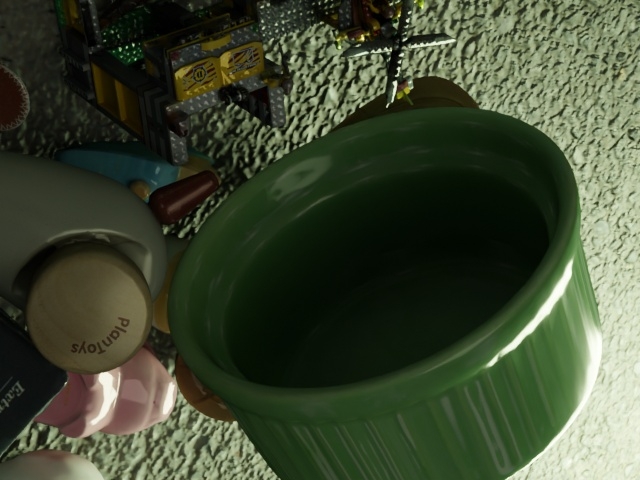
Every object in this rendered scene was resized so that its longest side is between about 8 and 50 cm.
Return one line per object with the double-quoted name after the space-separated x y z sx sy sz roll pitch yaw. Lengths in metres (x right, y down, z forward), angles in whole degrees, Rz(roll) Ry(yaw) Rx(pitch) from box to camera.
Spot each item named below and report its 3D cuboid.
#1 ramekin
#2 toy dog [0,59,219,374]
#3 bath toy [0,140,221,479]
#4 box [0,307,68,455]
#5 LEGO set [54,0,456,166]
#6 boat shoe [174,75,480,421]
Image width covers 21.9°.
0.056 0.053 1.197 0.303 0.303 0.148 -37 127 -16 "ramekin"
-0.200 -0.058 1.094 0.161 0.220 0.333 -46 123 -2 "toy dog"
-0.174 0.093 1.311 0.151 0.129 0.348 18 102 5 "bath toy"
-0.416 0.061 1.051 0.293 0.212 0.395 -50 130 -6 "box"
-0.048 -0.200 1.199 0.331 0.192 0.255 -15 123 -31 "LEGO set"
0.000 0.000 1.397 0.123 0.123 0.342 38 90 -11 "boat shoe"
